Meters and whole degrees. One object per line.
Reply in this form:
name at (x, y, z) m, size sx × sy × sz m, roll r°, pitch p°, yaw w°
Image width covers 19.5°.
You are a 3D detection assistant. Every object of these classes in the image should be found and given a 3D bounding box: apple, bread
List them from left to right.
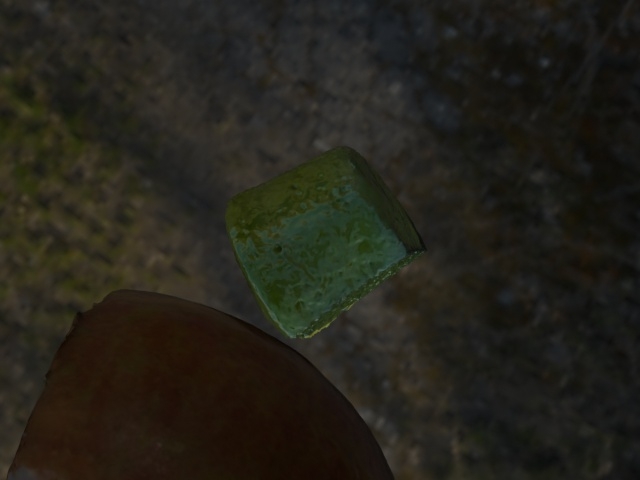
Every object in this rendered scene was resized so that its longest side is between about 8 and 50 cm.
apple at (-0.045, 0.179, 0.886) m, size 0.163 × 0.251 × 0.293 m, roll 6°, pitch 120°, yaw 11°
bread at (0.000, 0.000, 1.268) m, size 0.114 × 0.129 × 0.111 m, roll -29°, pitch 90°, yaw 10°
